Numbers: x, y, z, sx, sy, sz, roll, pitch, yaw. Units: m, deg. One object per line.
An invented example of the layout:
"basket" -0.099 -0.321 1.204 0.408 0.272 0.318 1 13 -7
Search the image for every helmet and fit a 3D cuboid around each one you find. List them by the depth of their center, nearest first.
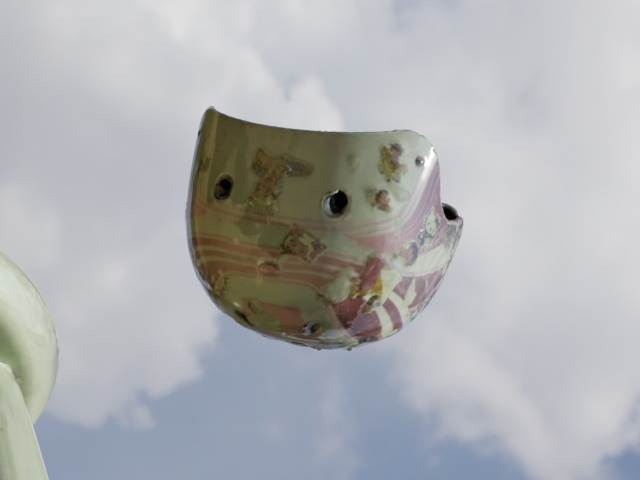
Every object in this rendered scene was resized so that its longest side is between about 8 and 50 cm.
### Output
"helmet" -0.005 0.010 1.054 0.153 0.107 0.177 6 -30 19

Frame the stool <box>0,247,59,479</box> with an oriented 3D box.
"stool" -0.202 0.106 0.694 0.195 0.195 0.198 -30 -139 30
